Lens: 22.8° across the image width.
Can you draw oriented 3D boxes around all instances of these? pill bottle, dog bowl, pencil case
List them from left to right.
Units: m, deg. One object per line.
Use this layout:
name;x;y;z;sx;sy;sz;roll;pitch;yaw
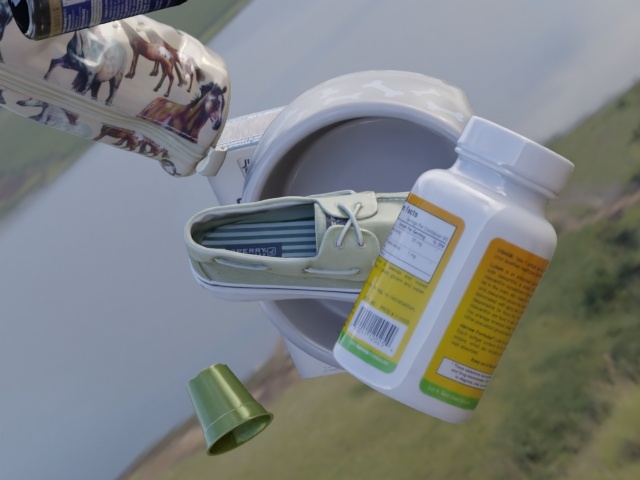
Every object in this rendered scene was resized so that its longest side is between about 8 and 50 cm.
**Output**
pencil case;-0.288;-0.197;1.788;0.160;0.410;0.184;-41;44;37
pill bottle;-0.193;-0.276;1.530;0.219;0.123;0.123;-17;3;-19
dog bowl;0.068;-0.010;1.747;0.349;0.349;0.102;-40;3;17
pill bottle;0.122;0.023;1.381;0.246;0.136;0.136;-64;11;4

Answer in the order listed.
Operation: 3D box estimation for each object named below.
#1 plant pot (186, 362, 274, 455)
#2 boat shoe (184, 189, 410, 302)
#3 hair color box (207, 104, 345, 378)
plant pot;-0.106;0.179;1.721;0.083;0.079;0.083;-29;-20;-11
boat shoe;0.015;0.004;1.529;0.302;0.109;0.094;-8;-23;9
hair color box;0.000;0.000;2.005;0.173;0.347;0.105;-11;29;24
